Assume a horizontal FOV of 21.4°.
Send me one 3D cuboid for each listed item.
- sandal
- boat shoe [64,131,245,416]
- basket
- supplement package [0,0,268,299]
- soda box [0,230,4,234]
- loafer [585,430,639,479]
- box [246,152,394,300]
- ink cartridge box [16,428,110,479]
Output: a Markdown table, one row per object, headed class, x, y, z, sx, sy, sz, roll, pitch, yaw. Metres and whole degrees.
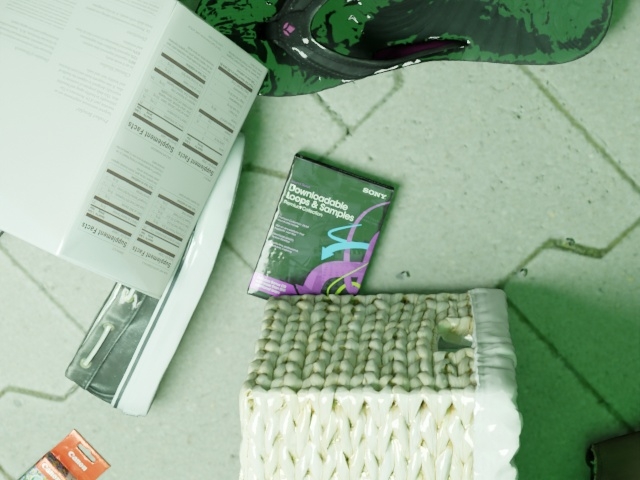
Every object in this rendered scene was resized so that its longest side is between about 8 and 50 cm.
| class | x | y | z | sx | sy | sz | roll | pitch | yaw |
| --- | --- | --- | --- | --- | --- | --- | --- | --- | --- |
| sandal | 0.081 | -0.244 | 1.753 | 0.445 | 0.107 | 0.168 | -6 | 98 | 2 |
| boat shoe | -0.179 | 0.027 | 1.793 | 0.119 | 0.121 | 0.335 | 21 | 101 | -7 |
| basket | 0.063 | 0.238 | 1.708 | 0.266 | 0.328 | 0.331 | 2 | 106 | 4 |
| supplement package | -0.224 | -0.113 | 1.679 | 0.199 | 0.198 | 0.263 | 23 | 87 | 29 |
| soda box | -0.424 | -0.076 | 1.806 | 0.216 | 0.074 | 0.069 | 40 | 98 | -5 |
| loafer | 0.345 | 0.263 | 1.813 | 0.366 | 0.134 | 0.130 | -43 | 96 | 7 |
| box | 0.000 | 0.000 | 1.833 | 0.116 | 0.029 | 0.162 | 19 | 98 | -2 |
| ink cartridge box | -0.296 | 0.271 | 1.880 | 0.115 | 0.029 | 0.063 | -43 | 95 | 7 |
